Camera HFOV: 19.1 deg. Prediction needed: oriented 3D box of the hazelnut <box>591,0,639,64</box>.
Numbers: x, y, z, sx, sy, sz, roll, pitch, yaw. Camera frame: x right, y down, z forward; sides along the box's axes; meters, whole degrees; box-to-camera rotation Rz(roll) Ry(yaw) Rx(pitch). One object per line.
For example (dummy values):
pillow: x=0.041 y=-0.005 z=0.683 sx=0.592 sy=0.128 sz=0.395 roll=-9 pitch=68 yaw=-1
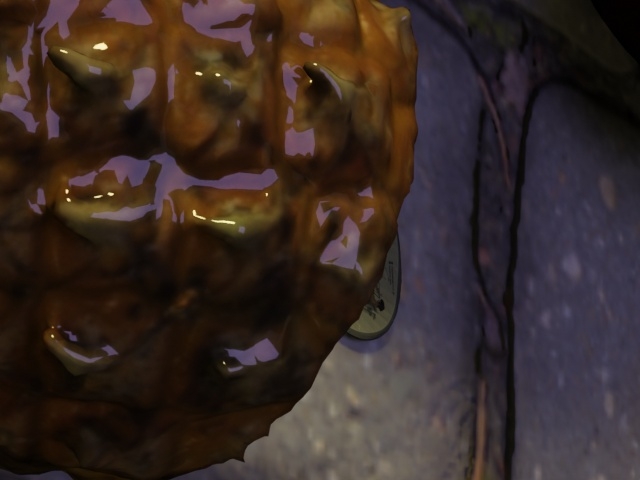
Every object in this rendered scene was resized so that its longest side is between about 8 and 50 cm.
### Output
hazelnut: x=0.220 y=-0.141 z=0.755 sx=0.218 sy=0.218 sz=0.234 roll=35 pitch=85 yaw=-39

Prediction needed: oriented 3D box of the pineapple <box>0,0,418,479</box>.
pineapple: x=-0.116 y=-0.058 z=0.394 sx=0.279 sy=0.158 sz=0.157 roll=31 pitch=57 yaw=-29

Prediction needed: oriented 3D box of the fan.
fan: x=0.005 y=0.007 z=0.621 sx=0.080 sy=0.003 sz=0.060 roll=-31 pitch=103 yaw=-49
